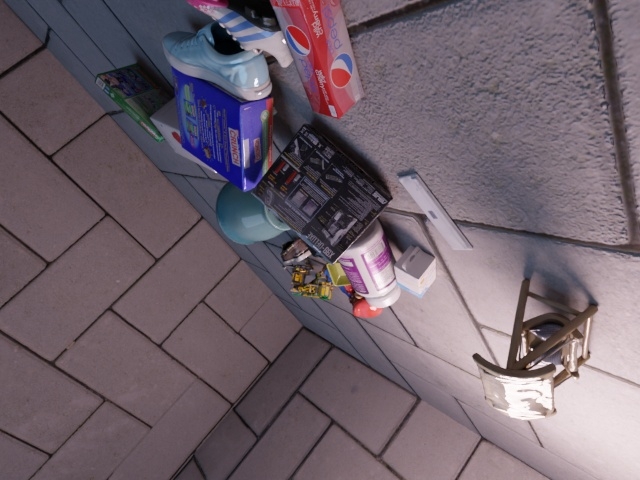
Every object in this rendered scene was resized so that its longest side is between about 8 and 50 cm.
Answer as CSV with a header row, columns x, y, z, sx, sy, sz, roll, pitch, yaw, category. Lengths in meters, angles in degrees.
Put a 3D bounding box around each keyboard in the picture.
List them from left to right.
x,y,z,sx,sy,sz,roll,pitch,yaw,category
0.289,-0.066,1.055,0.256,0.014,0.072,48,166,-18,keyboard

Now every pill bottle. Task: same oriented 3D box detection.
x,y,z,sx,sy,sz,roll,pitch,yaw,category
0.157,0.076,1.364,0.169,0.169,0.301,21,147,48,pill bottle

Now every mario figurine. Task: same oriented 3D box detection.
x,y,z,sx,sy,sz,roll,pitch,yaw,category
0.162,0.200,1.837,0.198,0.170,0.320,7,-151,-50,mario figurine

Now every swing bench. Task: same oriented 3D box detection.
x,y,z,sx,sy,sz,roll,pitch,yaw,category
0.509,0.282,1.002,0.165,0.254,0.253,25,156,42,swing bench

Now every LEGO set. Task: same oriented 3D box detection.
x,y,z,sx,sy,sz,roll,pitch,yaw,category
-0.038,0.187,2.144,0.255,0.192,0.331,6,169,13,LEGO set

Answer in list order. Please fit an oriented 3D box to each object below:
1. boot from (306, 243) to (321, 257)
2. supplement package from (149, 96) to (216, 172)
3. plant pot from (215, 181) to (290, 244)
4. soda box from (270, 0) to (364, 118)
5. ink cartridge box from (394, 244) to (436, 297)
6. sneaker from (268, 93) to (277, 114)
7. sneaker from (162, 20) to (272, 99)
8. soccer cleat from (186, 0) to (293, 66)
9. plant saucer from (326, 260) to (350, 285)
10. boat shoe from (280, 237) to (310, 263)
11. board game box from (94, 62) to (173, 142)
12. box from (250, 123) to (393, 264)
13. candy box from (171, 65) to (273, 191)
x,y,z,sx,sy,sz,roll,pitch,yaw,category
0.000,0.000,1.677,0.207,0.094,0.246,12,152,51,boot
-0.442,-0.401,1.536,0.293,0.175,0.177,28,157,37,supplement package
-0.216,-0.122,1.618,0.255,0.271,0.271,-2,135,44,plant pot
0.000,-0.371,0.809,0.083,0.092,0.263,30,159,36,soda box
0.289,0.091,1.286,0.090,0.092,0.143,31,160,30,ink cartridge box
-0.189,-0.406,1.209,0.166,0.065,0.076,24,139,37,sneaker
-0.271,-0.495,1.071,0.366,0.135,0.150,28,146,20,sneaker
-0.185,-0.481,0.903,0.331,0.116,0.143,36,161,17,soccer cleat
0.129,0.108,1.619,0.188,0.045,0.188,-7,146,9,plant saucer
-0.133,0.045,2.046,0.096,0.116,0.324,56,161,-7,boat shoe
-0.685,-0.547,1.667,0.317,0.213,0.046,45,128,-8,board game box
0.003,-0.123,1.146,0.307,0.242,0.076,41,-163,1,box
-0.281,-0.335,1.219,0.317,0.122,0.268,37,139,28,candy box
